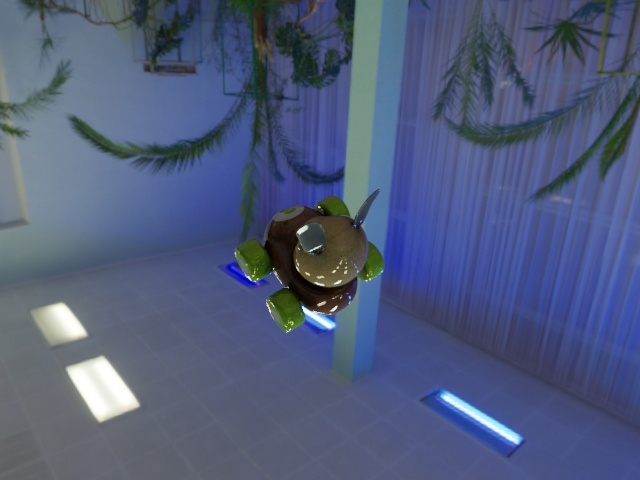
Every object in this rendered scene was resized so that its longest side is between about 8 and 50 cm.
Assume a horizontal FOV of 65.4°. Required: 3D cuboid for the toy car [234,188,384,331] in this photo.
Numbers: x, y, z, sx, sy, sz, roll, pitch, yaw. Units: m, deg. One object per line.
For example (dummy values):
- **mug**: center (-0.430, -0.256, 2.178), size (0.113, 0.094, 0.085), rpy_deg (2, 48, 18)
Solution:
- **toy car**: center (0.000, 0.000, 0.578), size (0.155, 0.188, 0.149), rpy_deg (-30, -104, -21)
